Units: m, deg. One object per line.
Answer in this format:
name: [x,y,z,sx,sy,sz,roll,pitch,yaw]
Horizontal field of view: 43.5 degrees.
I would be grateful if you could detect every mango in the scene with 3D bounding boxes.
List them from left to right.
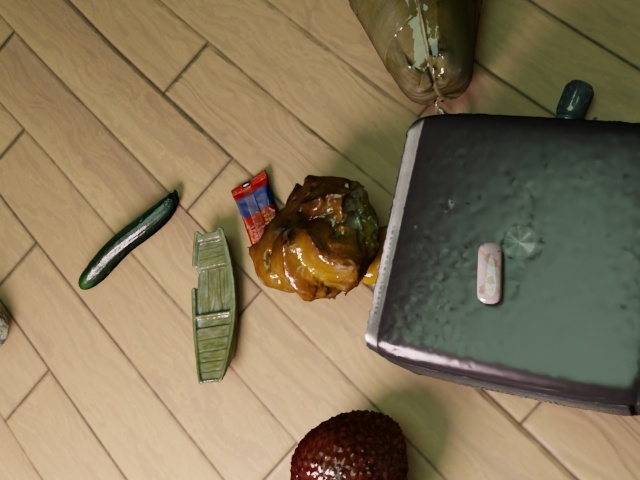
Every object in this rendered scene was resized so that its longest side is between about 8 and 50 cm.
mango: [0.102,0.024,1.390,0.079,0.057,0.114,28,82,37]

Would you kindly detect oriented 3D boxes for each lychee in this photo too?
lychee: [0.046,0.354,1.244,0.194,0.194,0.194,-7,71,22]

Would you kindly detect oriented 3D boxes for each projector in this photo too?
projector: [0.317,0.034,1.190,0.405,0.242,0.395,7,76,25]

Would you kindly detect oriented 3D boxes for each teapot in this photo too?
teapot: [0.425,-0.219,1.335,0.049,0.063,0.083,18,84,59]

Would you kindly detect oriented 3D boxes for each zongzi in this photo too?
zongzi: [0.256,-0.407,1.394,0.418,0.181,0.447,-29,67,12]

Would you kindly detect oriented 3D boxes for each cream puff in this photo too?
cream puff: [0.000,0.000,1.353,0.241,0.155,0.269,-49,21,-2]

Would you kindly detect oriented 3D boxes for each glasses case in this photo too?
glasses case: [0.228,0.044,1.077,0.032,0.021,0.083,0,75,21]

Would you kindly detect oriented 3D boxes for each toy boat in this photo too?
toy boat: [-0.196,0.123,1.490,0.093,0.055,0.293,-11,70,20]

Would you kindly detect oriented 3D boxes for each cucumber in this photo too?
cucumber: [-0.387,0.002,1.612,0.284,0.056,0.056,-42,63,8]

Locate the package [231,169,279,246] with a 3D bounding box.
package: [-0.107,-0.033,1.517,0.083,0.022,0.200,-27,66,14]

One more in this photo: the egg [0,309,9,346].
egg: [-0.725,0.182,1.660,0.172,0.132,0.132,4,75,13]
